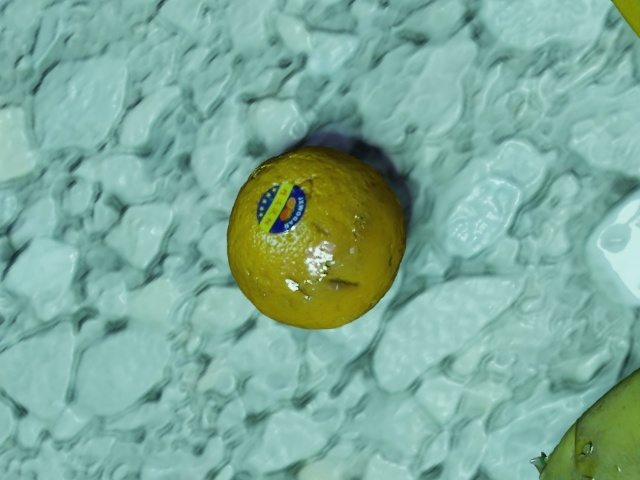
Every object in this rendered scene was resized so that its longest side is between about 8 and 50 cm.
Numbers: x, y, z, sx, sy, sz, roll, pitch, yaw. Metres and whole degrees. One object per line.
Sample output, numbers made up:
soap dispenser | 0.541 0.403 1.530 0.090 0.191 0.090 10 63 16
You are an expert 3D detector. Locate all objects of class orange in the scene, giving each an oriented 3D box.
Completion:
orange | -0.002 0.002 1.277 0.135 0.117 0.135 -15 53 21

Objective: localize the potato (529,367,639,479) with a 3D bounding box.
potato | 0.282 0.140 1.208 0.300 0.140 0.173 -34 130 21

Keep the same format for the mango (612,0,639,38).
mango | 0.261 -0.188 1.158 0.157 0.109 0.262 -17 95 3
